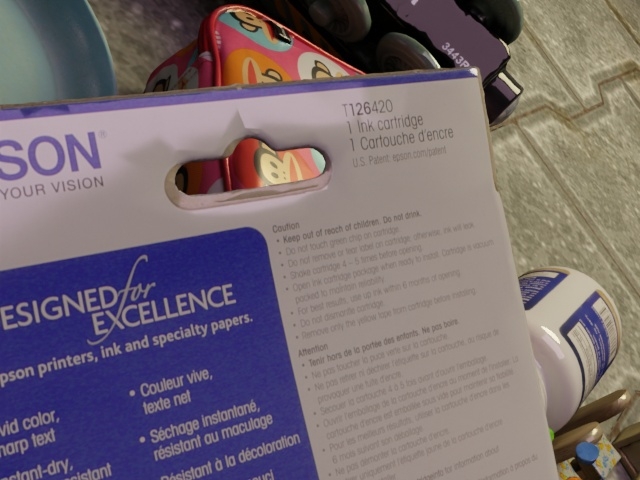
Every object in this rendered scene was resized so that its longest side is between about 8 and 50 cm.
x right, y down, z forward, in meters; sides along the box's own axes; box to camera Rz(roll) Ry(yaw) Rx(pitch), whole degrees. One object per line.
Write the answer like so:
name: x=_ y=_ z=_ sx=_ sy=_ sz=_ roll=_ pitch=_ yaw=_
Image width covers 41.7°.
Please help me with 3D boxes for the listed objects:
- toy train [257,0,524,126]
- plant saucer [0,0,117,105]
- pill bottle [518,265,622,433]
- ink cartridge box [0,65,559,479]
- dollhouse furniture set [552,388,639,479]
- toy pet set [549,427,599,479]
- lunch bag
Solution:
toy train: x=0.035 y=-0.215 z=0.756 sx=0.334 sy=0.190 sz=0.142 roll=45 pitch=73 yaw=0
plant saucer: x=-0.269 y=-0.125 z=0.476 sx=0.318 sy=0.044 sz=0.317 roll=27 pitch=44 yaw=-29
pill bottle: x=0.166 y=0.098 z=0.686 sx=0.187 sy=0.112 sz=0.112 roll=-24 pitch=79 yaw=-52
ink cartridge box: x=-0.021 y=0.083 z=0.404 sx=0.304 sy=0.072 sz=0.307 roll=-11 pitch=87 yaw=-31
dollhouse furniture set: x=0.309 y=0.215 z=0.695 sx=0.242 sy=0.161 sz=0.212 roll=-20 pitch=76 yaw=-52
toy pet set: x=0.112 y=0.181 z=0.579 sx=0.122 sy=0.065 sz=0.114 roll=17 pitch=48 yaw=26
lunch bag: x=0.000 y=0.000 z=0.598 sx=0.258 sy=0.120 sz=0.293 roll=22 pitch=48 yaw=-37
